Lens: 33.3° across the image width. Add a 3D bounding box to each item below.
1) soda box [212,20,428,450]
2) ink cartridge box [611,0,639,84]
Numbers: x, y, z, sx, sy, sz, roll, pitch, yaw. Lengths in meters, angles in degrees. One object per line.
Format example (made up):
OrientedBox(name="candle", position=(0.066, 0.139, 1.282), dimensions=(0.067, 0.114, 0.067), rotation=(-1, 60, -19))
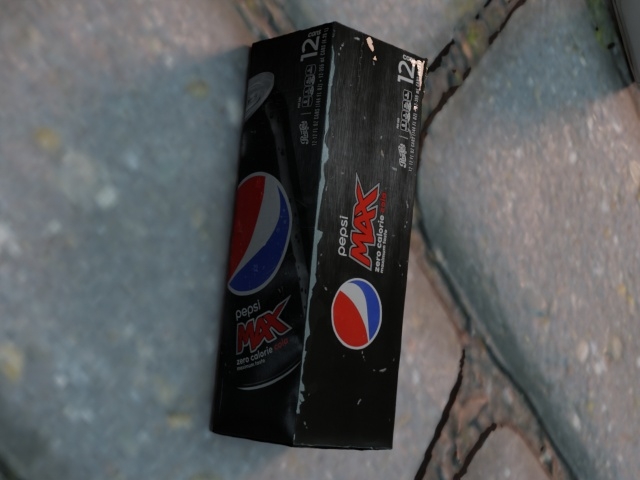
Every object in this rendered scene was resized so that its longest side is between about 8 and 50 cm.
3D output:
OrientedBox(name="soda box", position=(0.000, 0.000, 0.446), dimensions=(0.060, 0.053, 0.169), rotation=(13, 79, -42))
OrientedBox(name="ink cartridge box", position=(0.269, -0.155, 0.667), dimensions=(0.150, 0.109, 0.063), rotation=(-36, 115, -38))
